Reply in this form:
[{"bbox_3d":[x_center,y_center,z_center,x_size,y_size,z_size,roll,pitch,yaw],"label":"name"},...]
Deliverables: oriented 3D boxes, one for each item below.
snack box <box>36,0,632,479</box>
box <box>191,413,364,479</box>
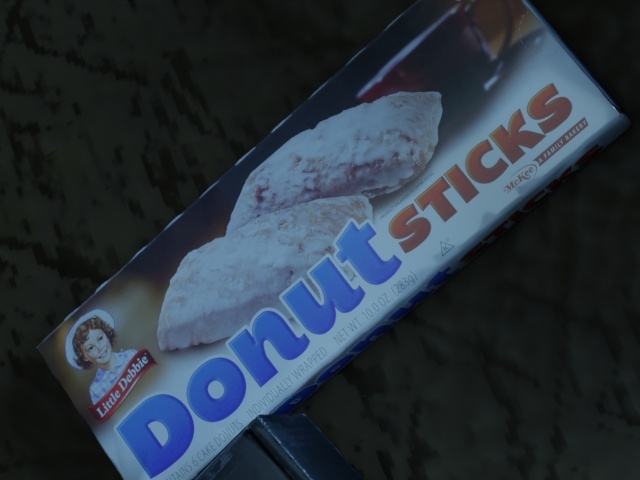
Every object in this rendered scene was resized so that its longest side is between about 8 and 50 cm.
[{"bbox_3d":[0.000,0.000,0.443,0.178,0.022,0.064,-41,74,14],"label":"snack box"},{"bbox_3d":[-0.016,0.177,0.423,0.191,0.045,0.184,-46,74,11],"label":"box"}]
